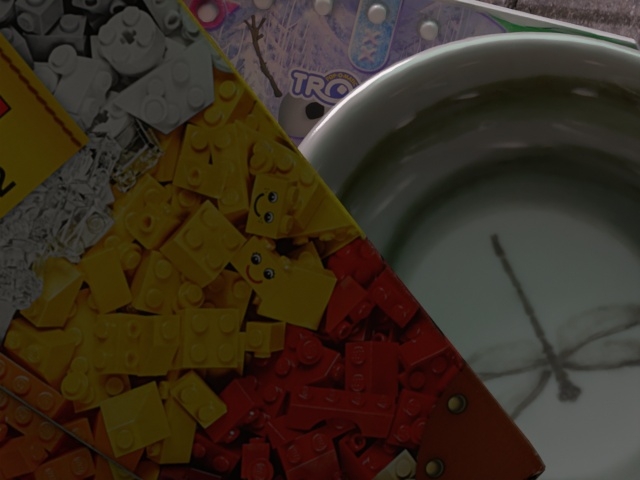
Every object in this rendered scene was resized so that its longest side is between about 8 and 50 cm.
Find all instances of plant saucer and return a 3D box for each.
[{"bbox_3d":[0.148,0.060,1.178,0.400,0.400,0.100,14,-23,-3],"label":"plant saucer"}]

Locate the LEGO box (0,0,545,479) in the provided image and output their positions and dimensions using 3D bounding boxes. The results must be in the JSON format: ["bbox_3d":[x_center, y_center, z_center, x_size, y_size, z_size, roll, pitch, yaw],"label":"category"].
[{"bbox_3d":[-0.173,-0.017,0.853,0.372,0.193,0.500,52,-11,-20],"label":"LEGO box"}]

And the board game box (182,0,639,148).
[{"bbox_3d":[0.000,0.000,1.317,0.390,0.390,0.050,13,23,-2],"label":"board game box"}]
